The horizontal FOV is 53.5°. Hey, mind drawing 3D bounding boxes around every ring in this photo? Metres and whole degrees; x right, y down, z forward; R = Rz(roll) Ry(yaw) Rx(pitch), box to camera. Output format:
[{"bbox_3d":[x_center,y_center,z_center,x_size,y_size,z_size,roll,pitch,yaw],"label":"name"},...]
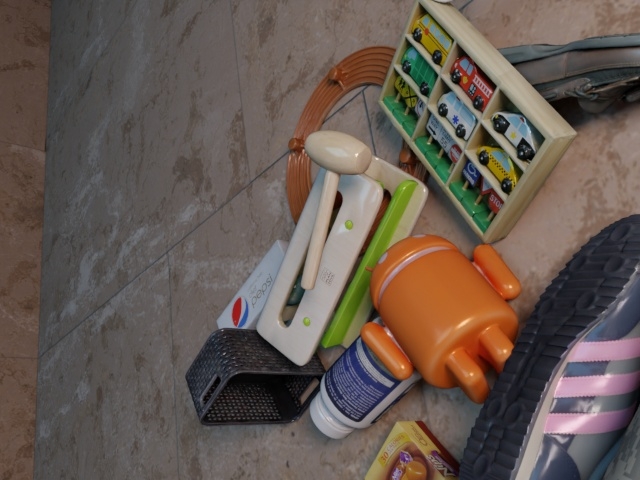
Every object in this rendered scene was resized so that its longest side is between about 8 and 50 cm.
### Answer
[{"bbox_3d":[0.042,-0.138,0.984,0.336,0.032,0.336,-17,68,48],"label":"ring"}]

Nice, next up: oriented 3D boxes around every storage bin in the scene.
[{"bbox_3d":[-0.094,0.205,0.948,0.122,0.180,0.084,-56,44,26],"label":"storage bin"}]

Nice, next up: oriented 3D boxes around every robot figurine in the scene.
[{"bbox_3d":[0.136,0.080,0.733,0.219,0.128,0.158,56,129,42],"label":"robot figurine"}]

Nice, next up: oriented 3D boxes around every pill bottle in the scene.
[{"bbox_3d":[0.058,0.185,0.832,0.169,0.094,0.094,-52,45,29],"label":"pill bottle"}]

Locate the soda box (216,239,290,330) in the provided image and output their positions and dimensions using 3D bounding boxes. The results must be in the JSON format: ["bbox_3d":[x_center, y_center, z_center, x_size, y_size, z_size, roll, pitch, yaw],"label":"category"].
[{"bbox_3d":[-0.089,0.100,1.058,0.216,0.069,0.074,-51,46,30],"label":"soda box"}]

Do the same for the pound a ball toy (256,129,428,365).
[{"bbox_3d":[0.000,0.000,0.826,0.136,0.208,0.319,35,114,30],"label":"pound a ball toy"}]

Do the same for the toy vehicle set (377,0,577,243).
[{"bbox_3d":[0.167,-0.148,0.754,0.267,0.035,0.166,60,149,32],"label":"toy vehicle set"}]

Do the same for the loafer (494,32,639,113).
[{"bbox_3d":[0.279,-0.167,0.665,0.267,0.096,0.084,20,116,59],"label":"loafer"}]

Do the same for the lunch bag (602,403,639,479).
[{"bbox_3d":[0.326,0.130,0.390,0.305,0.212,0.256,-61,22,-8],"label":"lunch bag"}]

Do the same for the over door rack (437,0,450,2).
[{"bbox_3d":[0.255,-0.411,0.657,0.324,0.108,0.239,-9,50,50],"label":"over door rack"}]

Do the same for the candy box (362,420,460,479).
[{"bbox_3d":[0.099,0.329,0.781,0.109,0.053,0.186,46,115,46],"label":"candy box"}]

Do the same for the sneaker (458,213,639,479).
[{"bbox_3d":[0.260,0.131,0.606,0.319,0.131,0.112,-58,11,-3],"label":"sneaker"}]
